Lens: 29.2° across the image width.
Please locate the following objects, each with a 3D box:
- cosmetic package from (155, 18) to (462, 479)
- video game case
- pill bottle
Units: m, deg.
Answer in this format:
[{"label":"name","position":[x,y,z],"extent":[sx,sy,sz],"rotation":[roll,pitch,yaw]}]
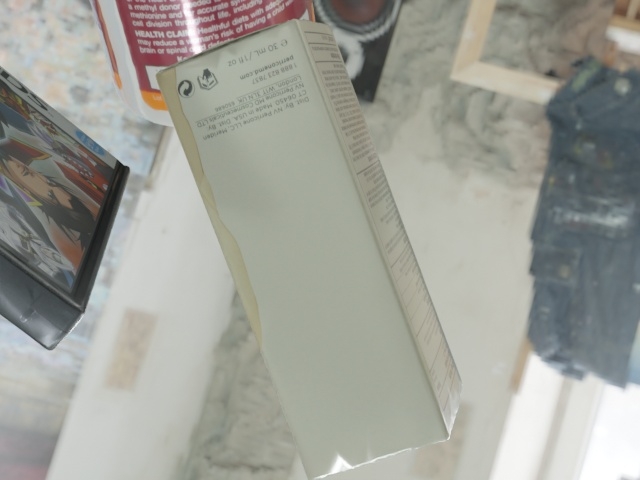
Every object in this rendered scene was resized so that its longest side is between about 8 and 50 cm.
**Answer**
[{"label":"cosmetic package","position":[0.000,0.000,0.915],"extent":[0.113,0.309,0.160],"rotation":[-19,-176,12]},{"label":"video game case","position":[-0.225,-0.072,0.706],"extent":[0.248,0.035,0.275],"rotation":[40,-169,-15]},{"label":"pill bottle","position":[-0.135,-0.328,1.190],"extent":[0.224,0.224,0.392],"rotation":[14,134,27]}]
